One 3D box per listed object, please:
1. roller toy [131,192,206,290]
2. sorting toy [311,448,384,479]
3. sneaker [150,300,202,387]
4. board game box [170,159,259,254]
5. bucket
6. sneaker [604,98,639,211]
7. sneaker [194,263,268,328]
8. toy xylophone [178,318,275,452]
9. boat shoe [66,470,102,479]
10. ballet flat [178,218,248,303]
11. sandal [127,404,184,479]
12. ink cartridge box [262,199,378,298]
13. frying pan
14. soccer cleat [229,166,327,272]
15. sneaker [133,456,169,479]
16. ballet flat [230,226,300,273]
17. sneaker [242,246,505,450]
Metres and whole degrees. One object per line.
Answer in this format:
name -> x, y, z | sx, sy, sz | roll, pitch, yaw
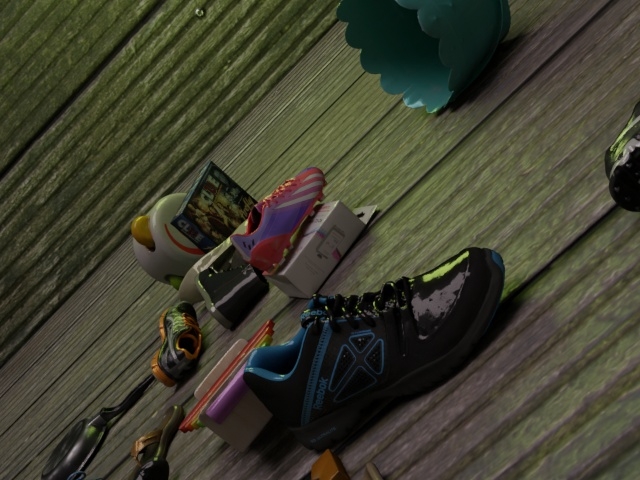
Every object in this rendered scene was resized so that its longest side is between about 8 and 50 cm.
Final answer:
roller toy -> -0.322, -0.007, 2.236 | 0.146, 0.209, 0.191 | -40, 12, 47
sorting toy -> -0.015, 0.320, 0.959 | 0.229, 0.041, 0.307 | -48, 16, 1
sneaker -> -0.260, 0.187, 1.862 | 0.083, 0.084, 0.215 | -38, 28, 24
board game box -> -0.233, -0.060, 2.208 | 0.042, 0.165, 0.243 | -38, 19, 30
bucket -> 0.185, -0.386, 1.703 | 0.183, 0.281, 0.281 | -44, 14, -17
sneaker -> 0.369, -0.135, 0.964 | 0.234, 0.078, 0.106 | -45, 18, 17
sneaker -> -0.166, 0.085, 1.869 | 0.118, 0.083, 0.222 | -43, 25, 0
toy xylophone -> -0.088, 0.183, 1.335 | 0.236, 0.081, 0.323 | -51, 4, -16
boat shoe -> -0.396, 0.432, 1.605 | 0.109, 0.089, 0.258 | -54, 17, -21
ballet flat -> -0.195, 0.050, 2.021 | 0.248, 0.086, 0.086 | -47, 16, 0
sandal -> -0.282, 0.335, 1.610 | 0.072, 0.049, 0.180 | -35, 20, 38
ink cartridge box -> 0.000, 0.000, 1.630 | 0.198, 0.067, 0.115 | -52, 15, -15
frying pan -> -0.464, 0.399, 1.955 | 0.326, 0.053, 0.197 | -43, 17, 29
soccer cleat -> -0.066, -0.054, 1.632 | 0.083, 0.095, 0.248 | -34, 22, 48
sneaker -> -0.278, 0.406, 1.439 | 0.170, 0.051, 0.089 | -52, 16, 1
ballet flat -> -0.103, 0.024, 1.879 | 0.250, 0.058, 0.084 | -36, 59, 51
sneaker -> 0.056, 0.109, 1.095 | 0.341, 0.140, 0.125 | -41, 18, 23
